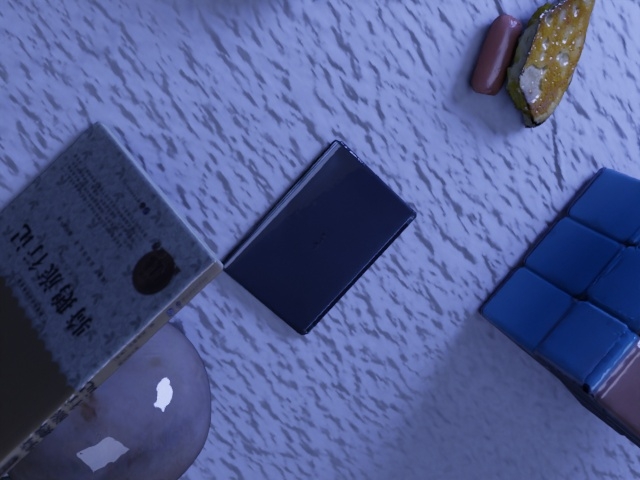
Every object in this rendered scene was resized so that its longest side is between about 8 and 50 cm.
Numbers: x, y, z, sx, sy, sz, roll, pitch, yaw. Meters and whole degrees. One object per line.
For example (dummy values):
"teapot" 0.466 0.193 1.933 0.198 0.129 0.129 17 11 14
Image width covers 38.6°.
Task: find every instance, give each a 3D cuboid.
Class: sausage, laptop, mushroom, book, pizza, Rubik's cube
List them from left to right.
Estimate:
"book" -0.254 0.060 0.793 0.310 0.217 0.021 -43 147 -1
"mushroom" -0.207 0.166 0.862 0.204 0.204 0.204 -5 109 -15
"laptop" 0.000 0.000 0.947 0.129 0.016 0.180 42 91 -24
"sausage" 0.179 -0.188 0.930 0.034 0.034 0.083 15 101 -21
"pizza" 0.230 -0.192 0.933 0.099 0.036 0.160 3 110 -42
"Rubik's cube" 0.354 0.087 0.968 0.221 0.231 0.224 40 91 -25

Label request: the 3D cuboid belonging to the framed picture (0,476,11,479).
"framed picture" -0.382 0.350 0.943 0.275 0.017 0.217 -8 109 -14
